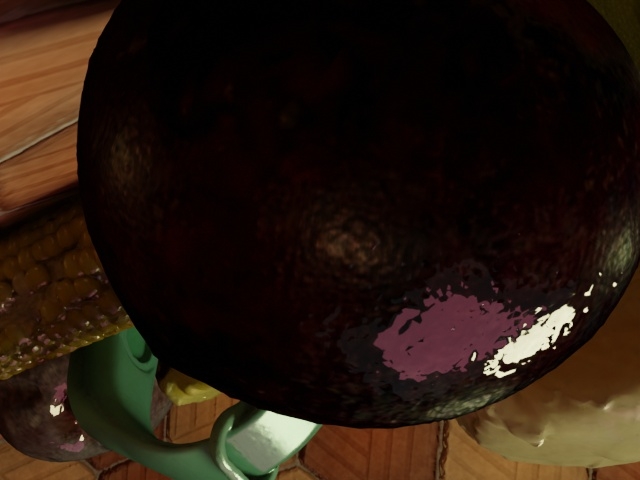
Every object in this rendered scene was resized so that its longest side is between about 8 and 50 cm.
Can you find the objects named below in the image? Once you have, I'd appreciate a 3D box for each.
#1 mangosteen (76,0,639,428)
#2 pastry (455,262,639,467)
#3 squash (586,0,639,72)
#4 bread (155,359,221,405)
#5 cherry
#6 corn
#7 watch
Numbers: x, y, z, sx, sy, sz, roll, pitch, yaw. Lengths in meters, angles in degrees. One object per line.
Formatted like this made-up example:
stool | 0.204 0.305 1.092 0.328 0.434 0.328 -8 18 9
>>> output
mangosteen | 0.017 -0.042 0.681 0.216 0.216 0.216 -24 176 -2
pastry | 0.152 0.006 1.092 0.264 0.265 0.133 -24 156 1
squash | 0.161 -0.091 0.825 0.095 0.188 0.095 -23 173 -3
bread | 0.001 0.000 1.352 0.361 0.138 0.077 -27 173 34
cherry | -0.196 0.107 1.622 0.176 0.140 0.176 -20 -160 8
corn | -0.123 0.012 1.148 0.320 0.097 0.097 -24 176 15
watch | -0.061 0.051 1.190 0.195 0.237 0.068 -12 138 24
